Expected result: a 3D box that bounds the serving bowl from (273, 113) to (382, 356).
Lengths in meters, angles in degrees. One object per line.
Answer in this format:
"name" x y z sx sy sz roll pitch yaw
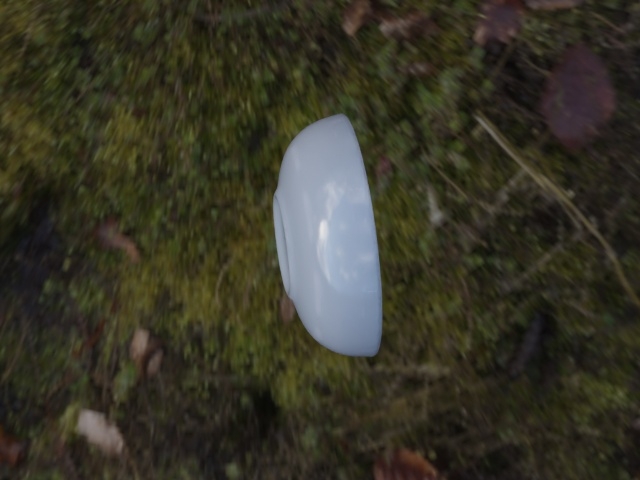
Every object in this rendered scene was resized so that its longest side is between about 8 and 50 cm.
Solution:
"serving bowl" 0.000 0.000 0.611 0.027 0.083 0.083 -8 101 -6
